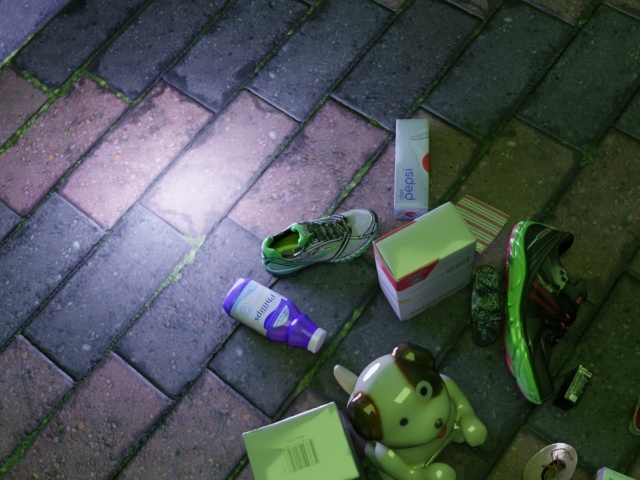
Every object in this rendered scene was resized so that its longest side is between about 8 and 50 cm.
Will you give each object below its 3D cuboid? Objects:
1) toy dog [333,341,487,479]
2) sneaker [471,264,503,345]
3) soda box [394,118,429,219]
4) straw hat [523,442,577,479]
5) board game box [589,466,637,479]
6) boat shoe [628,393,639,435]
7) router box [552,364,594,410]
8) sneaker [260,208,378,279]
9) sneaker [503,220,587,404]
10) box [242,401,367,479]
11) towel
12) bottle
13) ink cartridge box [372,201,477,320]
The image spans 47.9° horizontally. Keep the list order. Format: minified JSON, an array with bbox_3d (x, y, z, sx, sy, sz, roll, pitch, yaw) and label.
[{"bbox_3d":[0.195,0.378,1.652,0.285,0.408,0.395,-38,68,-9],"label":"toy dog"},{"bbox_3d":[0.436,0.172,1.893,0.080,0.081,0.211,5,86,8],"label":"sneaker"},{"bbox_3d":[0.262,-0.205,2.062,0.098,0.091,0.286,1,68,7],"label":"soda box"},{"bbox_3d":[0.561,0.558,1.715,0.144,0.144,0.061,-41,109,-10],"label":"straw hat"},{"bbox_3d":[0.651,0.674,1.615,0.144,0.142,0.275,21,71,15],"label":"board game box"},{"bbox_3d":[0.796,0.412,1.759,0.050,0.045,0.135,23,72,16],"label":"boat shoe"},{"bbox_3d":[0.616,0.362,1.762,0.038,0.122,0.092,29,74,13],"label":"router box"},{"bbox_3d":[0.000,0.000,1.980,0.344,0.146,0.134,-23,66,-4],"label":"sneaker"},{"bbox_3d":[0.569,0.169,1.817,0.202,0.185,0.482,3,69,13],"label":"sneaker"},{"bbox_3d":[-0.023,0.512,1.657,0.215,0.345,0.168,-20,66,-1],"label":"box"},{"bbox_3d":[0.420,-0.047,1.971,0.144,0.029,0.197,31,43,18],"label":"towel"},{"bbox_3d":[-0.120,0.207,1.935,0.283,0.092,0.118,28,72,17],"label":"bottle"},{"bbox_3d":[0.264,0.061,1.833,0.226,0.306,0.131,-28,67,-5],"label":"ink cartridge box"}]
